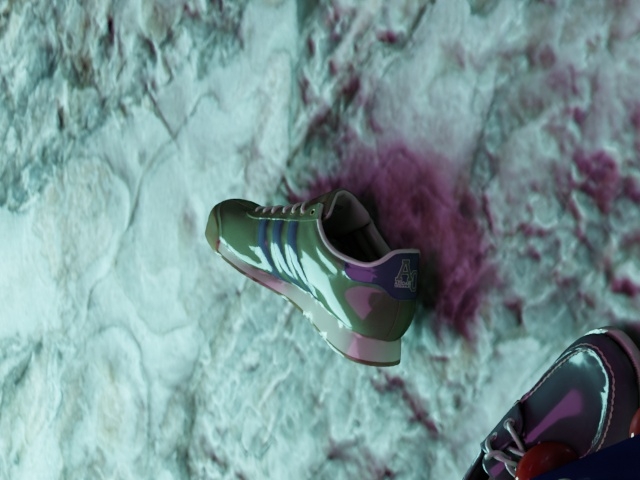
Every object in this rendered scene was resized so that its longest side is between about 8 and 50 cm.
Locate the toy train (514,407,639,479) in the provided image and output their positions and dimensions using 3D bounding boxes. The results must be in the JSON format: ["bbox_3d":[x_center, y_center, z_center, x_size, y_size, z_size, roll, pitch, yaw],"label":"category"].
[{"bbox_3d":[0.149,0.174,0.944,0.105,0.248,0.143,0,102,52],"label":"toy train"}]

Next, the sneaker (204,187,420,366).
[{"bbox_3d":[0.000,0.000,1.251,0.192,0.064,0.086,39,119,41],"label":"sneaker"}]

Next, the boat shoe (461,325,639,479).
[{"bbox_3d":[0.125,0.135,1.111,0.075,0.065,0.206,52,135,32],"label":"boat shoe"}]
